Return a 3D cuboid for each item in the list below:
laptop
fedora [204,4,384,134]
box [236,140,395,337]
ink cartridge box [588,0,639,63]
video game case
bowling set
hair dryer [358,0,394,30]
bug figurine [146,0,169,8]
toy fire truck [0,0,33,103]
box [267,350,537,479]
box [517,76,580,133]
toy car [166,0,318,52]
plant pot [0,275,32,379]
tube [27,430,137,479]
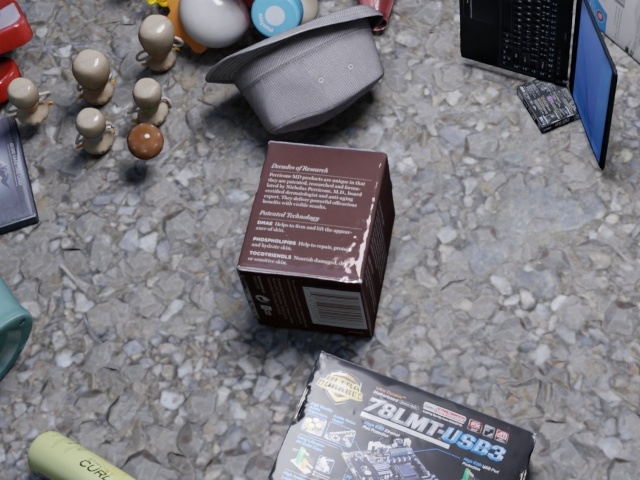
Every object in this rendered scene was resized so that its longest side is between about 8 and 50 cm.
[{"bbox_3d":[0.293,-0.246,1.781,0.264,0.234,0.136,19,64,17],"label":"laptop"},{"bbox_3d":[-0.017,-0.235,1.874,0.275,0.244,0.124,-24,89,-21],"label":"fedora"},{"bbox_3d":[0.000,0.000,1.739,0.167,0.168,0.203,6,61,11],"label":"box"},{"bbox_3d":[0.490,-0.333,1.878,0.086,0.148,0.203,-35,63,-15],"label":"ink cartridge box"},{"bbox_3d":[-0.574,-0.068,1.938,0.274,0.026,0.196,-19,60,-2],"label":"video game case"},{"bbox_3d":[-0.308,-0.186,1.924,0.287,0.154,0.199,-24,79,-8],"label":"bowling set"},{"bbox_3d":[0.034,-0.458,2.001,0.224,0.080,0.293,-27,87,-39],"label":"hair dryer"},{"bbox_3d":[-0.175,-0.464,2.086,0.279,0.072,0.216,-33,55,-6],"label":"bug figurine"},{"bbox_3d":[-0.612,-0.309,2.016,0.302,0.169,0.254,-27,42,-9],"label":"toy fire truck"},{"bbox_3d":[0.082,0.316,1.558,0.296,0.073,0.293,21,57,4],"label":"box"},{"bbox_3d":[0.337,-0.204,1.899,0.067,0.018,0.083,-23,60,-6],"label":"box"},{"bbox_3d":[-0.143,-0.378,1.939,0.238,0.210,0.219,-22,20,19],"label":"toy car"},{"bbox_3d":[-0.535,0.095,1.718,0.255,0.271,0.271,36,70,8],"label":"plant pot"},{"bbox_3d":[-0.274,0.302,1.613,0.240,0.062,0.070,17,44,43],"label":"tube"}]
